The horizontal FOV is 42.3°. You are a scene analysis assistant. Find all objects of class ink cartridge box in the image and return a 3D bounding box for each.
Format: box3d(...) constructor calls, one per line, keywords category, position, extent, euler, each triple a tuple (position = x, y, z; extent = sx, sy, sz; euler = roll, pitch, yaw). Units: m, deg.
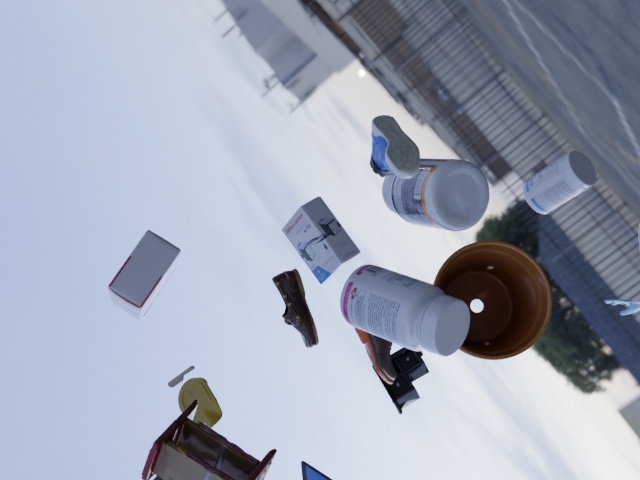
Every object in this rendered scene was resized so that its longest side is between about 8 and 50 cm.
box3d(category="ink cartridge box", position=(-0.521, 0.108, 2.435), extent=(0.117, 0.207, 0.283), euler=(33, 163, -5))
box3d(category="ink cartridge box", position=(0.000, 0.000, 2.216), extent=(0.082, 0.139, 0.191), euler=(-31, -101, -37))

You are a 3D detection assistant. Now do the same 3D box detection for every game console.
box3d(category="game console", position=(-0.019, 0.608, 1.976), extent=(0.122, 0.107, 0.071), euler=(22, 159, 41))

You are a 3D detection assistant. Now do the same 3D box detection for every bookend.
box3d(category="bookend", position=(0.258, 0.404, 2.443), extent=(0.072, 0.156, 0.157), euler=(61, 179, -43))

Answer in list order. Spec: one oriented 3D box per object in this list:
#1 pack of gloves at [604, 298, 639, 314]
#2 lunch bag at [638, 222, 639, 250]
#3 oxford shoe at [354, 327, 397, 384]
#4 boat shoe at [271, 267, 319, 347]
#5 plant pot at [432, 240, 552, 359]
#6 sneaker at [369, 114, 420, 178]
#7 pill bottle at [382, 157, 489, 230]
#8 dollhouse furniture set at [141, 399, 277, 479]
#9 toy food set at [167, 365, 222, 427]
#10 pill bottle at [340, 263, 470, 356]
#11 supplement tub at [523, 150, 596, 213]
box3d(category="pack of gloves", position=(0.937, 0.195, 2.335), extent=(0.195, 0.046, 0.232), euler=(7, 176, -20))
box3d(category="lunch bag", position=(0.677, 0.066, 1.447), extent=(0.108, 0.224, 0.279), euler=(115, 157, -64))
box3d(category="oxford shoe", position=(0.169, 0.284, 2.252), extent=(0.271, 0.098, 0.097), euler=(64, 178, -34))
box3d(category="boat shoe", position=(-0.064, 0.174, 2.047), extent=(0.073, 0.073, 0.207), euler=(5, 115, 70))
box3d(category="plant pot", position=(0.414, 0.158, 2.085), extent=(0.291, 0.291, 0.203), euler=(52, 175, 8))
box3d(category="sneaker", position=(0.119, -0.128, 1.333), extent=(0.152, 0.058, 0.085), euler=(-116, 17, -44))
box3d(category="pill bottle", position=(0.260, -0.112, 1.937), extent=(0.162, 0.162, 0.278), euler=(46, 170, -18))
box3d(category="dollhouse furniture set", position=(-0.258, 0.528, 1.644), extent=(0.201, 0.374, 0.152), euler=(31, -148, 11))
box3d(category="toy food set", position=(-0.376, 0.503, 2.606), extent=(0.218, 0.128, 0.071), euler=(54, -164, 28))
box3d(category="pill bottle", position=(0.197, 0.165, 1.937), extent=(0.283, 0.160, 0.160), euler=(18, 167, 43))
box3d(category="supplement tub", position=(0.403, -0.097, 1.399), extent=(0.071, 0.107, 0.071), euler=(19, -125, -29))
